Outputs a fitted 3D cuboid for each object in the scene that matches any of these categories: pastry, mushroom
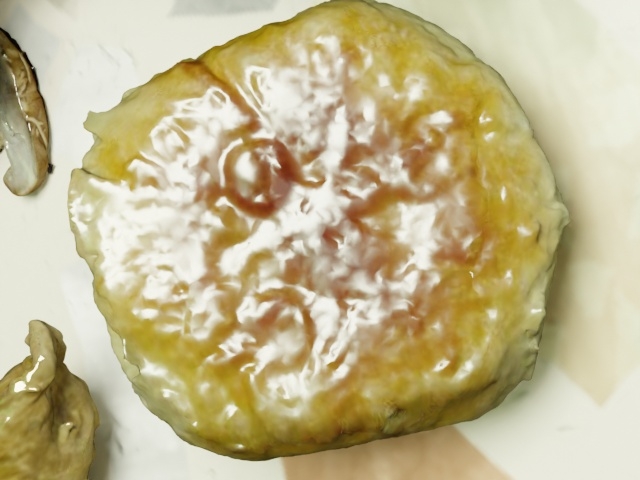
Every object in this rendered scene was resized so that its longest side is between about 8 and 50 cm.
[{"bbox_3d":[0.000,0.000,0.573,0.192,0.093,0.182,-23,88,1],"label":"pastry"},{"bbox_3d":[-0.165,-0.070,0.709,0.049,0.019,0.101,-30,79,25],"label":"mushroom"}]

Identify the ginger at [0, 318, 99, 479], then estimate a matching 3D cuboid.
[{"bbox_3d":[-0.179,0.157,0.678,0.219,0.123,0.270,25,94,20],"label":"ginger"}]
